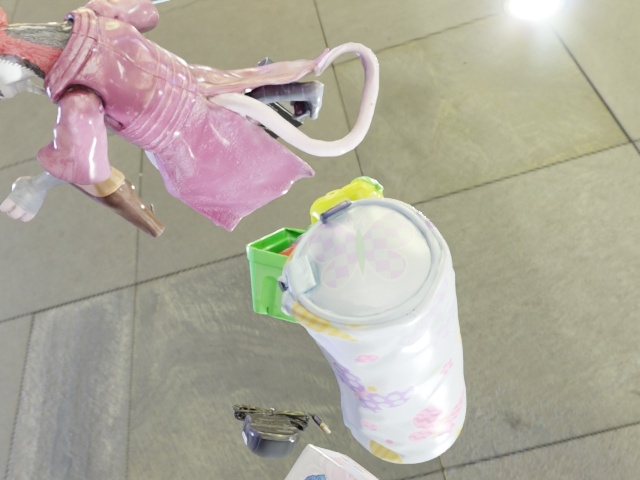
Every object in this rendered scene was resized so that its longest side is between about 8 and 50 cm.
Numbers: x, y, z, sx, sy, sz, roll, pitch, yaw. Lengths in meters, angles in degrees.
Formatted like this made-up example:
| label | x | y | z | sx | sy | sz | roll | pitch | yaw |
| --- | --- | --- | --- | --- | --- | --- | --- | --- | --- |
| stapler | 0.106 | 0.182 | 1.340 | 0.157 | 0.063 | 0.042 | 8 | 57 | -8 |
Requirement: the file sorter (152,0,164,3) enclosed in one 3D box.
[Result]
| label | x | y | z | sx | sy | sz | roll | pitch | yaw |
| --- | --- | --- | --- | --- | --- | --- | --- | --- | --- |
| file sorter | -0.346 | -0.599 | 1.318 | 0.104 | 0.170 | 0.118 | 35 | 38 | 8 |

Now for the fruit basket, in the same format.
| label | x | y | z | sx | sy | sz | roll | pitch | yaw |
| --- | --- | --- | --- | --- | --- | --- | --- | --- | --- |
| fruit basket | 0.000 | 0.000 | 1.591 | 0.282 | 0.392 | 0.392 | 14 | 58 | 10 |

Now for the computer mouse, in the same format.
| label | x | y | z | sx | sy | sz | roll | pitch | yaw |
| --- | --- | --- | --- | --- | --- | --- | --- | --- | --- |
| computer mouse | -0.064 | 0.367 | 1.192 | 0.184 | 0.262 | 0.060 | 10 | 84 | -16 |

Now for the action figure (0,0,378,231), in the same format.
| label | x | y | z | sx | sy | sz | roll | pitch | yaw |
| --- | --- | --- | --- | --- | --- | --- | --- | --- | --- |
| action figure | -0.162 | -0.129 | 0.634 | 0.275 | 0.370 | 0.248 | -2 | 76 | 43 |

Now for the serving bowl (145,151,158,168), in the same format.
| label | x | y | z | sx | sy | sz | roll | pitch | yaw |
| --- | --- | --- | --- | --- | --- | --- | --- | --- | --- |
| serving bowl | -0.170 | -0.120 | 0.766 | 0.027 | 0.083 | 0.083 | -16 | 38 | 55 |

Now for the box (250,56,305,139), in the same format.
| label | x | y | z | sx | sy | sz | roll | pitch | yaw |
| --- | --- | --- | --- | --- | --- | --- | --- | --- | --- |
| box | -0.151 | -0.333 | 1.576 | 0.207 | 0.153 | 0.108 | -18 | 51 | 41 |

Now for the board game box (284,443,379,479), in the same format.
| label | x | y | z | sx | sy | sz | roll | pitch | yaw |
| --- | --- | --- | --- | --- | --- | --- | --- | --- | --- |
| board game box | -0.053 | 0.382 | 0.689 | 0.065 | 0.319 | 0.318 | 31 | 78 | 18 |

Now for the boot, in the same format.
| label | x | y | z | sx | sy | sz | roll | pitch | yaw |
| --- | --- | --- | --- | --- | --- | --- | --- | --- | --- |
| boot | -0.436 | -0.093 | 1.302 | 0.090 | 0.207 | 0.248 | -48 | 32 | -16 |

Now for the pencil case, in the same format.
| label | x | y | z | sx | sy | sz | roll | pitch | yaw |
| --- | --- | --- | --- | --- | --- | --- | --- | --- | --- |
| pencil case | 0.057 | 0.091 | 0.530 | 0.124 | 0.273 | 0.113 | -30 | 50 | -7 |
